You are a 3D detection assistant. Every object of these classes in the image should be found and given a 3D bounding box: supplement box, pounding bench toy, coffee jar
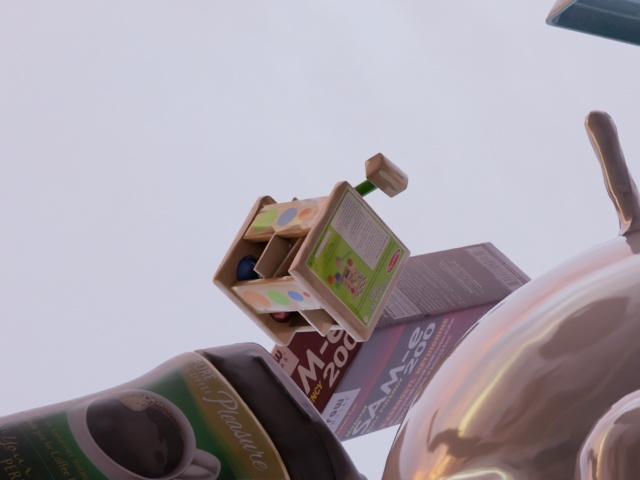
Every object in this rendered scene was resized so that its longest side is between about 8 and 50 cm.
[{"bbox_3d":[0.063,0.082,1.388,0.073,0.239,0.130,44,-58,28],"label":"supplement box"},{"bbox_3d":[0.000,0.000,0.795,0.065,0.052,0.083,-7,-134,47],"label":"pounding bench toy"},{"bbox_3d":[-0.079,0.098,0.592,0.184,0.079,0.096,-15,-139,-27],"label":"coffee jar"}]

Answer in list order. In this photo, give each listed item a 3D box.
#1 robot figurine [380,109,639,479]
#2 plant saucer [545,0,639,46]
[{"bbox_3d":[0.120,0.142,0.425,0.200,0.300,0.353,-13,-120,14],"label":"robot figurine"},{"bbox_3d":[0.169,-0.128,0.716,0.067,0.192,0.018,10,-112,-22],"label":"plant saucer"}]
